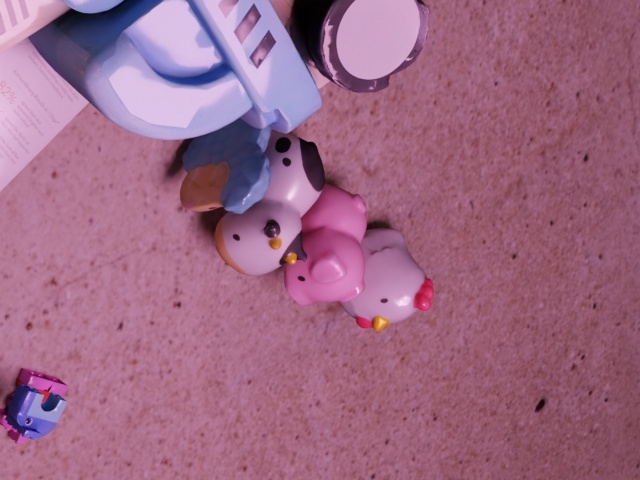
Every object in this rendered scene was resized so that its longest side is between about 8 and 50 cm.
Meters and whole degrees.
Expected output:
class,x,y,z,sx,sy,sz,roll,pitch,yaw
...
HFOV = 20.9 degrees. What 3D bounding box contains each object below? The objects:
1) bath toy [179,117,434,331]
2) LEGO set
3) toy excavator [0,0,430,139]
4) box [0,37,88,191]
class,x,y,z,sx,sy,sz,roll,pitch,yaw
bath toy,0.000,0.000,1.782,0.348,0.129,0.151,38,83,-46
LEGO set,-0.327,0.161,1.602,0.227,0.087,0.093,23,94,-44
toy excavator,-0.194,-0.195,1.348,0.445,0.222,0.433,-41,131,-10
box,-0.276,-0.150,1.490,0.170,0.091,0.130,-47,133,-13
